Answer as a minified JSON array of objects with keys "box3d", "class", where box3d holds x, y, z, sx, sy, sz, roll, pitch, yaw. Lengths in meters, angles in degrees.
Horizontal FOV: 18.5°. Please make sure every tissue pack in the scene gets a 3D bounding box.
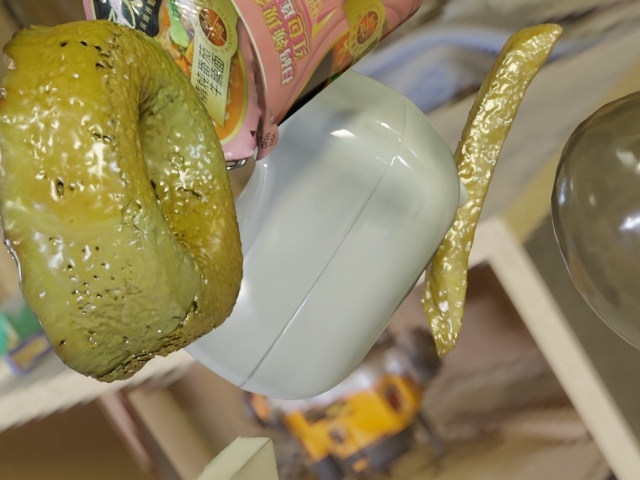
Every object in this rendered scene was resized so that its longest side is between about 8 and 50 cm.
[{"box3d":[0.000,0.000,2.044,0.333,0.236,0.229,-57,8,19],"class":"tissue pack"}]

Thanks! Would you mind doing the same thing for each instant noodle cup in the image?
[{"box3d":[-0.044,-0.219,1.738,0.255,0.244,0.244,-33,12,-33],"class":"instant noodle cup"}]

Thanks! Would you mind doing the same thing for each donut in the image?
[{"box3d":[-0.140,-0.039,1.430,0.107,0.272,0.272,-14,19,15],"class":"donut"}]

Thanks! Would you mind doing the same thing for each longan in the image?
[{"box3d":[0.287,-0.010,1.464,0.246,0.246,0.215,-13,62,52],"class":"longan"}]

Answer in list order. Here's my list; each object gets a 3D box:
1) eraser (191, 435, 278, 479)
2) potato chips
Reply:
[{"box3d":[-0.066,0.302,1.693,0.038,0.230,0.157,-3,15,21],"class":"eraser"},{"box3d":[0.177,-0.072,2.176,0.057,0.080,0.407,-13,56,69],"class":"potato chips"}]
